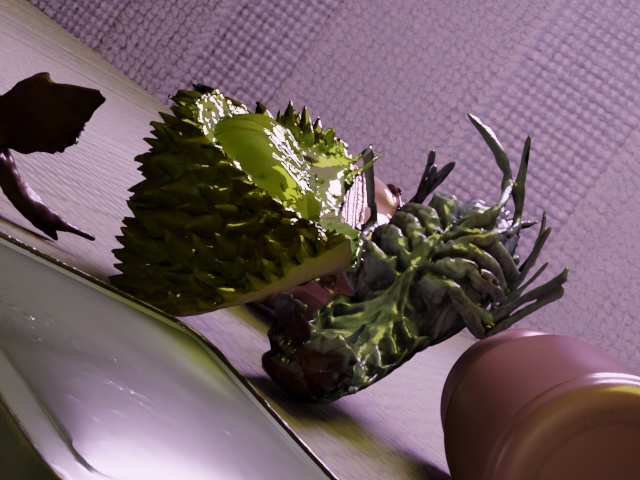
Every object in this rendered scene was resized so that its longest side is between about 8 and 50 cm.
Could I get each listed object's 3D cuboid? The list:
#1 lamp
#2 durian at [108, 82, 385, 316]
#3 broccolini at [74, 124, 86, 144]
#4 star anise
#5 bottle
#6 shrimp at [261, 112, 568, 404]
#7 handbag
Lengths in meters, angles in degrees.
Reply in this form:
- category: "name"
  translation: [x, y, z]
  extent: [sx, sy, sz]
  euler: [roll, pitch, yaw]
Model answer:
- category: "lamp"
  translation: [-0.086, 0.079, 0.621]
  extent: [0.269, 0.047, 0.266]
  euler: [32, 5, -46]
- category: "durian"
  translation: [-0.052, -0.012, 0.952]
  extent: [0.169, 0.158, 0.352]
  euler: [19, 11, -2]
- category: "broccolini"
  translation: [-0.284, -0.107, 1.319]
  extent: [0.254, 0.071, 0.057]
  euler: [-69, 147, -79]
- category: "star anise"
  translation: [-0.220, -0.040, 0.917]
  extent: [0.140, 0.144, 0.158]
  euler: [-18, 25, -25]
- category: "bottle"
  translation: [0.192, 0.175, 1.077]
  extent: [0.206, 0.173, 0.297]
  euler: [53, -2, -11]
- category: "shrimp"
  translation: [0.083, 0.025, 1.147]
  extent: [0.221, 0.166, 0.410]
  euler: [28, 45, 22]
- category: "handbag"
  translation: [-0.002, 0.000, 1.337]
  extent: [0.116, 0.179, 0.205]
  euler: [26, 34, -16]
